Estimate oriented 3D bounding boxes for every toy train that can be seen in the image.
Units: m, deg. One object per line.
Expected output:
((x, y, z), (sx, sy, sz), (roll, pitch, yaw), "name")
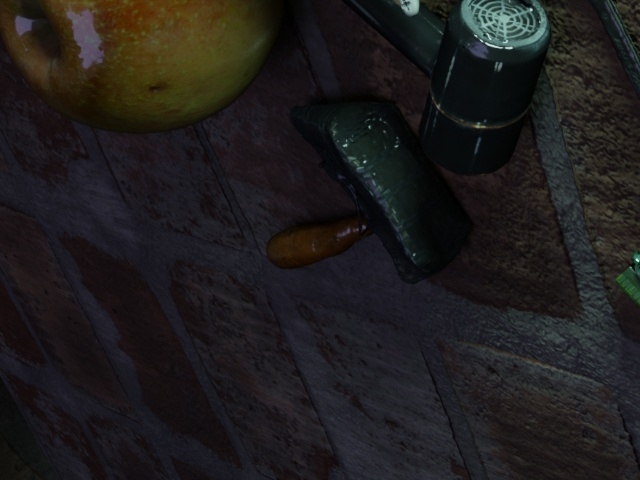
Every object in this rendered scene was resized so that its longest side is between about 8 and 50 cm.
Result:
((0.368, 0.070, 1.522), (0.148, 0.038, 0.071), (47, 151, 8), "toy train")

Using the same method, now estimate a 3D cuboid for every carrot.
((0.000, 0.000, 1.957), (0.059, 0.059, 0.248), (57, 149, -11), "carrot")

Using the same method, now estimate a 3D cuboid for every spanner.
((0.291, -0.165, 1.379), (0.054, 0.015, 0.254), (-3, 121, 59), "spanner")

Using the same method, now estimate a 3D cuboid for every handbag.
((0.068, -0.059, 1.772), (0.270, 0.088, 0.175), (56, 160, -9), "handbag")

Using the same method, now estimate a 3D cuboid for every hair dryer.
((0.081, -0.242, 1.520), (0.352, 0.107, 0.189), (45, 149, 22), "hair dryer")

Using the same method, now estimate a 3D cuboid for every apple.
((-0.218, -0.273, 1.714), (0.319, 0.277, 0.319), (36, 147, 28), "apple")

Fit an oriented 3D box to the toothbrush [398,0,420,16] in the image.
((0.048, -0.341, 1.440), (0.022, 0.026, 0.263), (-24, 87, 49), "toothbrush")
